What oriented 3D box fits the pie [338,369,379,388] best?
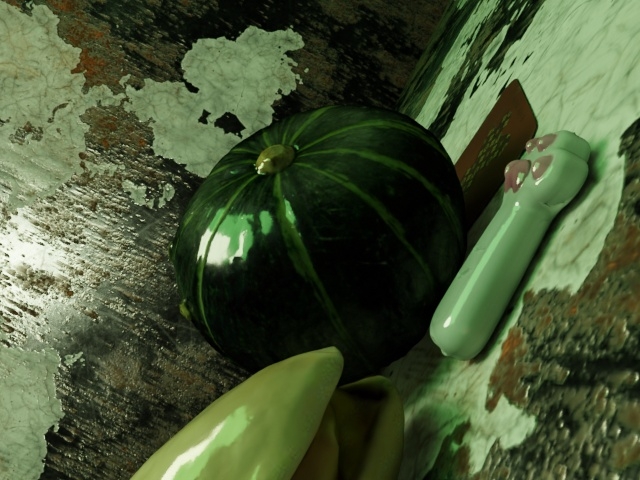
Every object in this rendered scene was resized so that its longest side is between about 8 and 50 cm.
[{"bbox_3d":[0.016,0.149,0.897,0.308,0.085,0.308,-56,4,6],"label":"pie"}]

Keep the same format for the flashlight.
[{"bbox_3d":[0.145,0.003,0.535,0.200,0.047,0.093,-61,4,2],"label":"flashlight"}]

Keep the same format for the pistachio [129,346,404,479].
[{"bbox_3d":[-0.057,0.225,0.543,0.318,0.193,0.214,-50,16,3],"label":"pistachio"}]

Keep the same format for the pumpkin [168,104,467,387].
[{"bbox_3d":[0.000,0.000,0.712,0.323,0.241,0.323,-23,28,13],"label":"pumpkin"}]

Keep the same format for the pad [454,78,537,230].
[{"bbox_3d":[0.204,-0.102,0.836,0.181,0.004,0.267,-59,4,26],"label":"pad"}]
